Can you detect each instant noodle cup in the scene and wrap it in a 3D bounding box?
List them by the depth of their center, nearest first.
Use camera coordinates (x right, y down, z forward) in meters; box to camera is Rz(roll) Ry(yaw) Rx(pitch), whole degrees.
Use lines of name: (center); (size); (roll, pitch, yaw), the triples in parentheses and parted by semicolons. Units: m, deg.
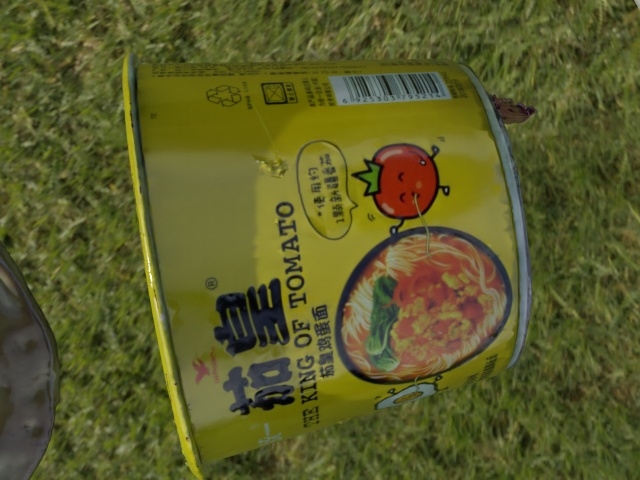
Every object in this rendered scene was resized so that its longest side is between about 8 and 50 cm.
instant noodle cup: (0.000, 0.000, 0.776); (0.254, 0.325, 0.326); (-10, 111, -6)

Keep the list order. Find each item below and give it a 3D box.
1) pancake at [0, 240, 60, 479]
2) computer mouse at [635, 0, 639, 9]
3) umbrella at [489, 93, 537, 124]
pancake: (-0.226, 0.052, 0.425); (0.241, 0.050, 0.242); (-2, 113, -5)
computer mouse: (0.191, -0.159, 0.416); (0.184, 0.297, 0.121); (-8, 156, -12)
umbrella: (0.156, -0.110, 0.867); (0.025, 0.165, 0.027); (42, 109, 14)
